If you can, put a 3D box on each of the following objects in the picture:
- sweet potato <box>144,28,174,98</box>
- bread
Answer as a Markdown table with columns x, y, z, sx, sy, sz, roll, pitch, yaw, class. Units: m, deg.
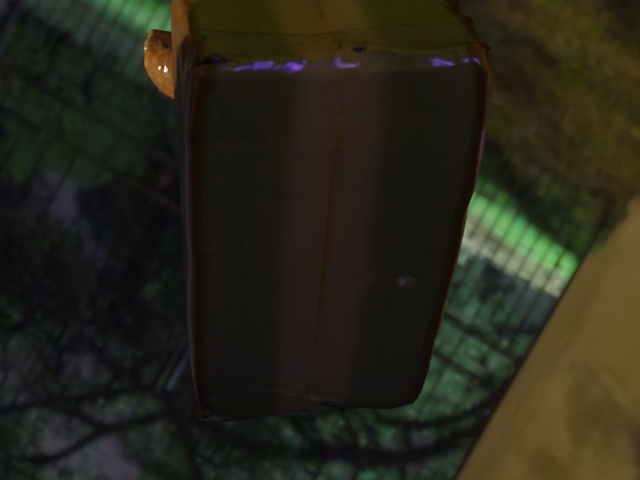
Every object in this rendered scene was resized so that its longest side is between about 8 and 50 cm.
| x | y | z | sx | sy | sz | roll | pitch | yaw | class |
| --- | --- | --- | --- | --- | --- | --- | --- | --- | --- |
| -0.016 | -0.085 | 0.851 | 0.195 | 0.056 | 0.056 | 13 | -164 | -43 | sweet potato |
| 0.000 | 0.005 | 0.414 | 0.074 | 0.139 | 0.084 | -2 | -156 | -7 | bread |
